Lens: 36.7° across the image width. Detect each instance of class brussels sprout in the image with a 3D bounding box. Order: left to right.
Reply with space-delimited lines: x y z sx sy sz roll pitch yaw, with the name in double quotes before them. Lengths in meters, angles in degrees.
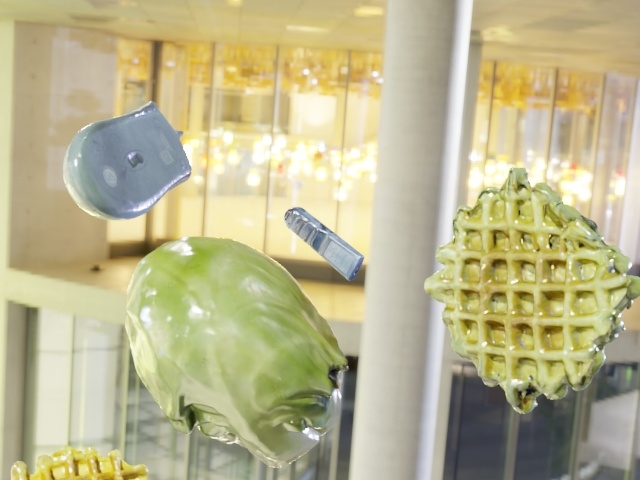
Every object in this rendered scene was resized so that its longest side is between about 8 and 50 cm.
"brussels sprout" -0.120 0.136 1.269 0.247 0.328 0.328 -36 179 12

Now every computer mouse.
"computer mouse" -0.373 -0.143 1.831 0.122 0.188 0.371 -22 -168 31

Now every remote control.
"remote control" 0.001 0.000 1.448 0.152 0.043 0.027 38 -162 27

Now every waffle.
"waffle" -0.404 0.480 1.635 0.309 0.065 0.283 31 -130 6
"waffle" 0.288 0.070 1.358 0.073 0.297 0.317 2 -138 -43
